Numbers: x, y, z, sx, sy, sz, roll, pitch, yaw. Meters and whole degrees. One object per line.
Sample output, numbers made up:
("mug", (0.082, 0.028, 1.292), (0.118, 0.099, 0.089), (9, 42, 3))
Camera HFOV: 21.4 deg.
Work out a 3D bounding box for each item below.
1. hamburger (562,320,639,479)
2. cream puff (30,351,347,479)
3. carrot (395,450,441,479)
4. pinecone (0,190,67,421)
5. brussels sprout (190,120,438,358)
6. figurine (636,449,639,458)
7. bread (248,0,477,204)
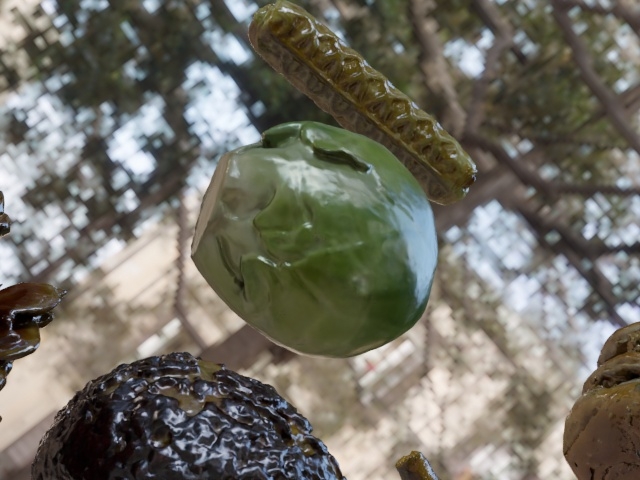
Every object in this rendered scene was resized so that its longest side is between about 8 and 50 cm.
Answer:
("hamburger", (0.426, 0.223, 1.993), (0.260, 0.211, 0.245), (36, -40, 5))
("cream puff", (-0.076, 0.181, 1.125), (0.239, 0.165, 0.239), (33, -32, 24))
("carrot", (0.119, 0.266, 1.564), (0.171, 0.042, 0.042), (60, -23, -13))
("pinecone", (-0.303, 0.038, 1.036), (0.264, 0.264, 0.264), (42, -23, 23))
("brussels sprout", (0.000, 0.000, 1.602), (0.244, 0.244, 0.244), (42, -23, 23))
("figurine", (0.385, 0.105, 1.458), (0.143, 0.162, 0.263), (43, -66, 6))
("bread", (0.055, -0.182, 2.224), (0.367, 0.077, 0.084), (41, -43, -2))
